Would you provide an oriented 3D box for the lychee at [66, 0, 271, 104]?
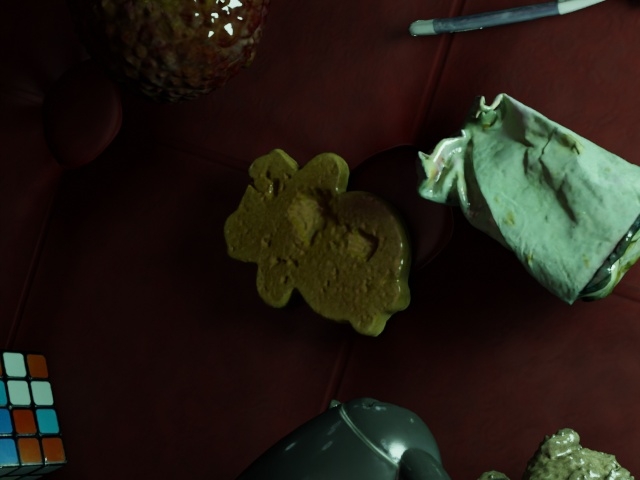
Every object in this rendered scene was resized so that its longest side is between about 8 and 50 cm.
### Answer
[{"bbox_3d":[-0.170,-0.284,1.201,0.260,0.260,0.261,-6,79,32],"label":"lychee"}]

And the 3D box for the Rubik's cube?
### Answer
[{"bbox_3d":[-0.434,0.234,1.335,0.151,0.155,0.154,-29,67,26],"label":"Rubik's cube"}]

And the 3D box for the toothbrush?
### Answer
[{"bbox_3d":[0.218,-0.227,1.066,0.288,0.024,0.026,-2,95,32],"label":"toothbrush"}]

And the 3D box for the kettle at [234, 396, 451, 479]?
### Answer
[{"bbox_3d":[0.017,0.295,0.999,0.290,0.207,0.268,-51,37,7],"label":"kettle"}]

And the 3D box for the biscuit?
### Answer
[{"bbox_3d":[0.002,0.000,1.161,0.248,0.035,0.184,27,98,32],"label":"biscuit"}]

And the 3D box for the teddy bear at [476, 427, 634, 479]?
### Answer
[{"bbox_3d":[0.180,0.290,0.943,0.182,0.129,0.251,34,102,30],"label":"teddy bear"}]

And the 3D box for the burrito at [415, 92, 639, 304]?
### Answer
[{"bbox_3d":[0.205,-0.046,1.008,0.229,0.089,0.144,38,89,31],"label":"burrito"}]
